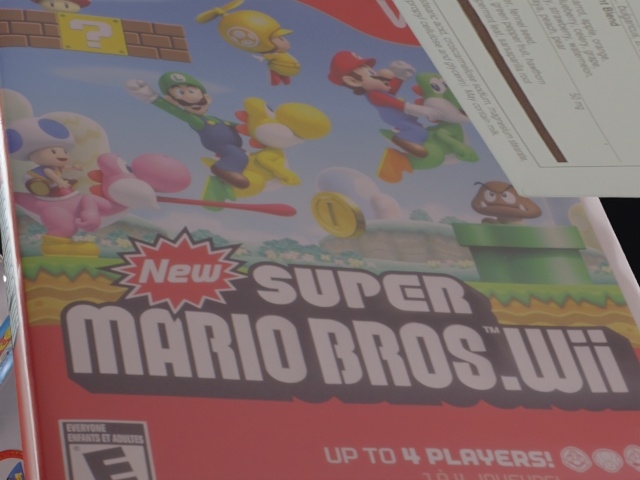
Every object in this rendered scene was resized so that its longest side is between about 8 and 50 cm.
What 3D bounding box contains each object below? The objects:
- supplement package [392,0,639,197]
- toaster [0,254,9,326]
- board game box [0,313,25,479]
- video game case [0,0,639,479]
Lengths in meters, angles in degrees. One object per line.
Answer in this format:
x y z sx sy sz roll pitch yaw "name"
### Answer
0.138 -0.097 0.342 0.244 0.139 0.133 1 -120 29 "supplement package"
-0.303 0.093 1.335 0.168 0.110 0.185 -28 -123 46 "toaster"
-0.057 0.130 1.140 0.086 0.302 0.308 -19 -145 59 "board game box"
0.000 0.000 0.614 0.204 0.025 0.285 3 -140 -17 "video game case"
